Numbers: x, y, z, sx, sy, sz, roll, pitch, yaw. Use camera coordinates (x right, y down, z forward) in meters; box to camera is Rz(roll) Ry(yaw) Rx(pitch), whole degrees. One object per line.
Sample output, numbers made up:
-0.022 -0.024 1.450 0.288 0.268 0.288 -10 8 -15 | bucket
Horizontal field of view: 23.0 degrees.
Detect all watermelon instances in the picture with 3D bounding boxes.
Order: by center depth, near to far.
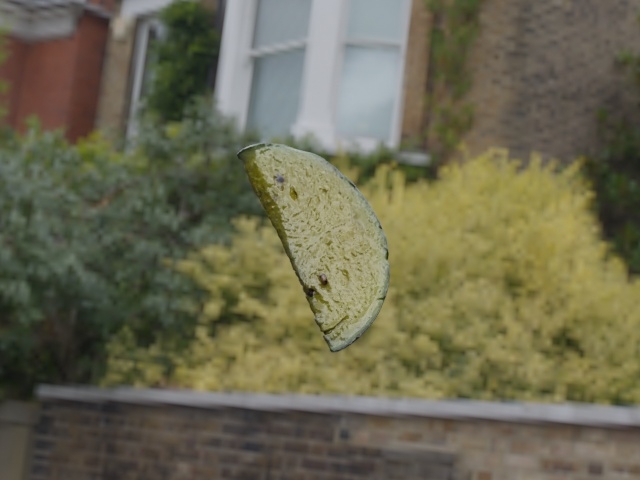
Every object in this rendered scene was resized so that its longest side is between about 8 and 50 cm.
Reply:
0.010 -0.004 1.302 0.075 0.181 0.092 -26 -6 14 | watermelon
